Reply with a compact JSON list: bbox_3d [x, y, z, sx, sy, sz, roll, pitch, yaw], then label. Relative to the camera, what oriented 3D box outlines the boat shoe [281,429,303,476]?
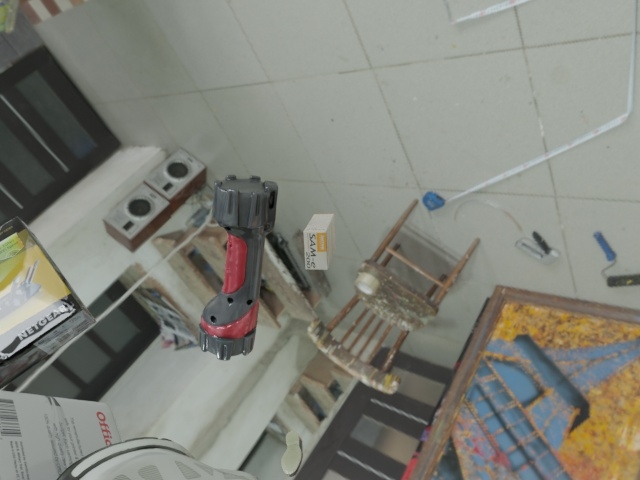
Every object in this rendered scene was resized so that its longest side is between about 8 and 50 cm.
[{"bbox_3d":[-0.065,0.516,1.261,0.137,0.049,0.043,-94,-8,-70],"label":"boat shoe"}]

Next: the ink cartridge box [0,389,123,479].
[{"bbox_3d":[-0.415,0.333,0.733,0.211,0.121,0.289,53,-171,35],"label":"ink cartridge box"}]

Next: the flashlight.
[{"bbox_3d":[-0.143,0.046,0.850,0.103,0.103,0.304,22,121,25],"label":"flashlight"}]

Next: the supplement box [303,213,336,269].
[{"bbox_3d":[0.000,0.000,0.818,0.036,0.098,0.062,0,107,9],"label":"supplement box"}]

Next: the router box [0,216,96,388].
[{"bbox_3d":[-0.599,0.138,0.920,0.243,0.309,0.081,45,160,20],"label":"router box"}]

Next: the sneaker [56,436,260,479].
[{"bbox_3d":[-0.114,0.377,0.694,0.257,0.169,0.447,-1,155,32],"label":"sneaker"}]
